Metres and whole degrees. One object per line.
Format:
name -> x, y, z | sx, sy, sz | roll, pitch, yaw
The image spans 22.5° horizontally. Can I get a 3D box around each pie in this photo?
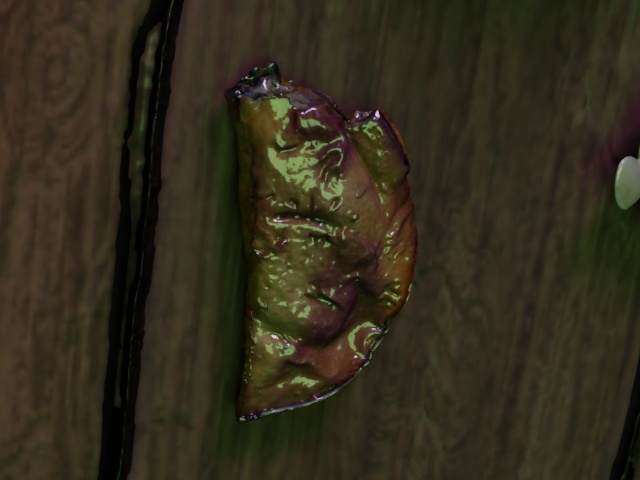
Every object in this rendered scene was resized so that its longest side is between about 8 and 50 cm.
pie -> 0.000, 0.000, 0.723 | 0.092, 0.034, 0.170 | -8, 111, -10

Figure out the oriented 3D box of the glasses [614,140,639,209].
glasses -> 0.270, -0.020, 0.722 | 0.189, 0.220, 0.088 | 44, 54, -25
